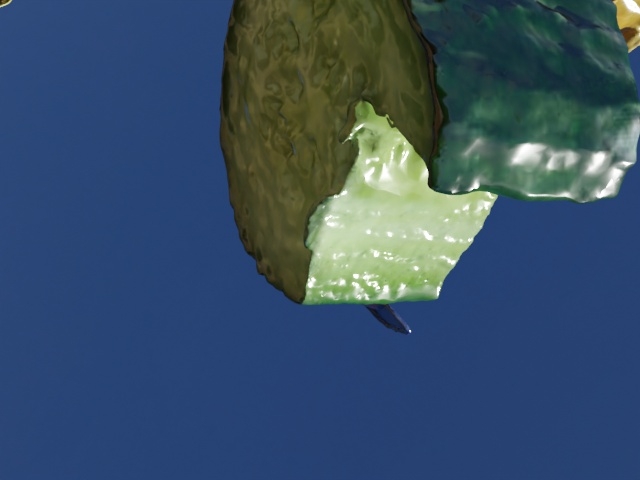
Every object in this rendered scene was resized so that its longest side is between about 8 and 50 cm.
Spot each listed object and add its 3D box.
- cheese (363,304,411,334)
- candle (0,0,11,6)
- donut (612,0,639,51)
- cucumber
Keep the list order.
[{"bbox_3d":[0.000,0.000,1.218,0.062,0.244,0.155,-42,-165,-10],"label":"cheese"},{"bbox_3d":[-0.197,-0.210,0.844,0.052,0.052,0.130,-11,-142,29],"label":"candle"},{"bbox_3d":[0.173,-0.294,1.066,0.330,0.160,0.330,25,-57,45],"label":"donut"},{"bbox_3d":[0.034,-0.067,0.589,0.191,0.130,0.191,-21,-115,55],"label":"cucumber"}]
